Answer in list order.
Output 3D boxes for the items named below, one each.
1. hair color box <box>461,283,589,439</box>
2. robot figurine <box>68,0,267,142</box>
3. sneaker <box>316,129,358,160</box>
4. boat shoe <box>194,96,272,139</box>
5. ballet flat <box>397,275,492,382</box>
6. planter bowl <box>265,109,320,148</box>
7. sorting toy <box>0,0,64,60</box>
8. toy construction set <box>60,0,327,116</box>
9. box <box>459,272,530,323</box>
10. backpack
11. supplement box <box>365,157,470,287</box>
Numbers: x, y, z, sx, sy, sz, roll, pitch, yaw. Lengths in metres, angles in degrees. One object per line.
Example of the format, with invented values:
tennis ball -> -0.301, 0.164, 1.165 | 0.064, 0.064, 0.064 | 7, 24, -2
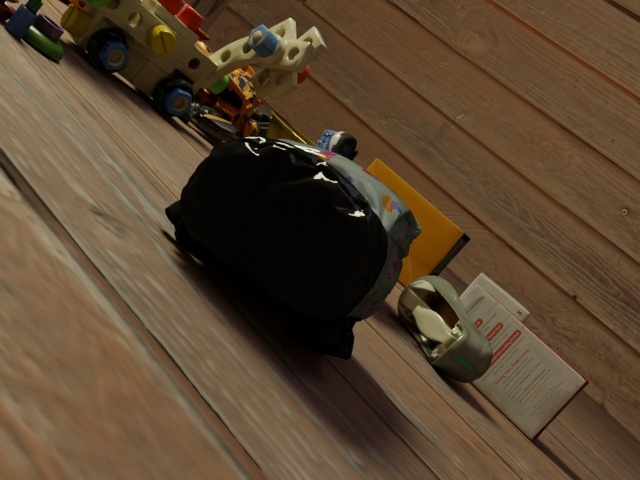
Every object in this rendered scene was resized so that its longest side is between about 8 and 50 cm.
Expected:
hair color box -> 0.219, 0.141, 0.999 | 0.167, 0.093, 0.053 | 44, 6, 22
robot figurine -> -0.190, -0.248, 1.159 | 0.291, 0.085, 0.211 | 40, 21, -3
sneaker -> 0.027, -0.194, 1.798 | 0.081, 0.080, 0.211 | 35, -4, 5
boat shoe -> -0.139, -0.201, 1.323 | 0.075, 0.065, 0.206 | 47, 10, 28
ballet flat -> 0.124, 0.082, 0.952 | 0.068, 0.072, 0.213 | 33, 10, -25
planter bowl -> -0.001, -0.045, 0.972 | 0.217, 0.090, 0.217 | 40, 6, -5
sorting toy -> -0.261, -0.205, 0.751 | 0.102, 0.042, 0.061 | 37, 8, -34
toy construction set -> -0.158, -0.260, 0.947 | 0.327, 0.215, 0.151 | 37, 8, -33
box -> 0.261, 0.120, 1.345 | 0.102, 0.101, 0.087 | 40, 7, 9
backpack -> 0.000, 0.000, 0.582 | 0.152, 0.115, 0.182 | 40, 3, 16
supplement box -> 0.140, -0.021, 1.460 | 0.191, 0.129, 0.194 | 42, 6, 12
